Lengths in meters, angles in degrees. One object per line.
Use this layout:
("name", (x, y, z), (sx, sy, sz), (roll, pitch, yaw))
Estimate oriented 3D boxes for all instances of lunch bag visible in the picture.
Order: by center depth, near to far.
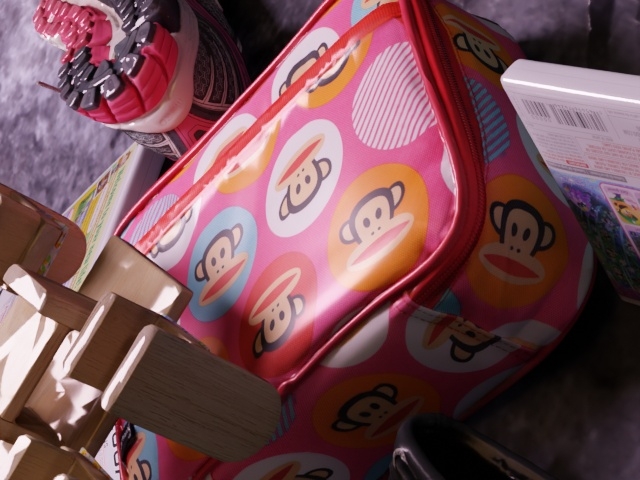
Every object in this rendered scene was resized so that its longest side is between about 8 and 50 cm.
("lunch bag", (0.000, 0.000, 0.901), (0.293, 0.120, 0.258), (-44, 39, 30))

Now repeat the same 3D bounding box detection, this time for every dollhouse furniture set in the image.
("dollhouse furniture set", (-0.131, 0.123, 0.839), (0.212, 0.161, 0.242), (33, 92, 49))

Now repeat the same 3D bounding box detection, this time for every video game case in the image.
("video game case", (0.161, -0.011, 0.699), (0.019, 0.143, 0.157), (-47, 34, -19))
("video game case", (-0.184, 0.044, 1.097), (0.193, 0.023, 0.212), (-41, 21, 29))

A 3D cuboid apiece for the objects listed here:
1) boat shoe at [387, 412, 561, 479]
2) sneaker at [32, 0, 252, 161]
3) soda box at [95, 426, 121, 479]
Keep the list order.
("boat shoe", (0.129, 0.144, 0.667), (0.340, 0.127, 0.113), (15, 95, 61))
("sneaker", (-0.117, -0.137, 1.114), (0.121, 0.112, 0.299), (-45, 30, 17))
("soda box", (-0.104, 0.121, 1.001), (0.063, 0.058, 0.183), (-37, 48, 33))
